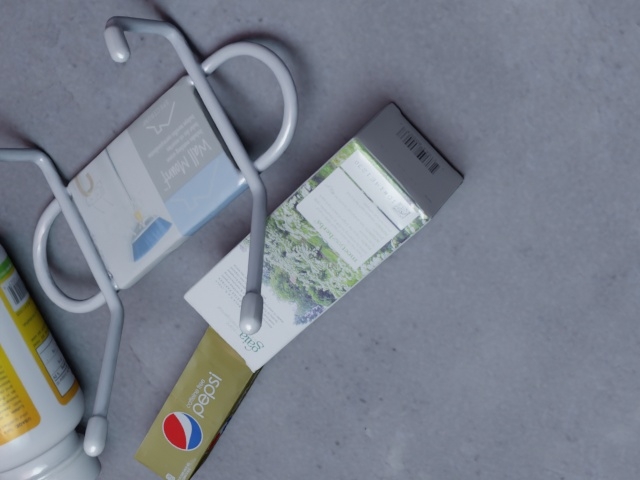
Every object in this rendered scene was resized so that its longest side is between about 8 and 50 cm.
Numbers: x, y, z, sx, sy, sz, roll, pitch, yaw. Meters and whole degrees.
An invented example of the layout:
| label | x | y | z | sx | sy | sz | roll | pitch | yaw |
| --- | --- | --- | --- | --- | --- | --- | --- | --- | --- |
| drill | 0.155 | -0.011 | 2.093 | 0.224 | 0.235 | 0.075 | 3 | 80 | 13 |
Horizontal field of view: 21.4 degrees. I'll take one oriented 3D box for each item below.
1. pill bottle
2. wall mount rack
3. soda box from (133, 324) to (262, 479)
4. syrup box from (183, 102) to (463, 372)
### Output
| label | x | y | z | sx | sy | sz | roll | pitch | yaw |
| --- | --- | --- | --- | --- | --- | --- | --- | --- | --- |
| pill bottle | -0.309 | 0.136 | 1.606 | 0.136 | 0.136 | 0.245 | -19 | 106 | 28 |
| wall mount rack | -0.153 | -0.006 | 1.438 | 0.350 | 0.130 | 0.304 | -39 | 70 | 32 |
| soda box | -0.105 | 0.144 | 1.572 | 0.058 | 0.061 | 0.181 | 33 | 121 | 5 |
| syrup box | 0.000 | 0.000 | 1.442 | 0.093 | 0.096 | 0.237 | 47 | 122 | -2 |
